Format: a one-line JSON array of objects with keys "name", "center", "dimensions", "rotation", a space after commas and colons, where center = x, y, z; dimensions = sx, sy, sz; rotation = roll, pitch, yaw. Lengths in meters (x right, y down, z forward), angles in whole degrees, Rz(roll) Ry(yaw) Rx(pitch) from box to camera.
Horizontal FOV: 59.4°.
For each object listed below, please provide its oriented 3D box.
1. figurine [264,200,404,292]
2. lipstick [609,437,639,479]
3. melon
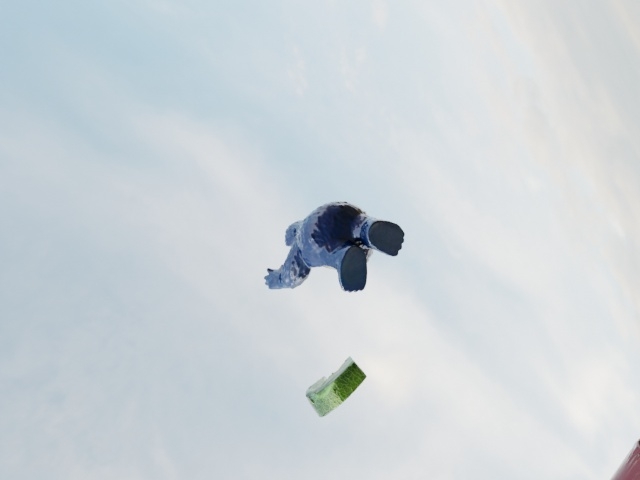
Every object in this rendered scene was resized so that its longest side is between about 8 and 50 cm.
[{"name": "figurine", "center": [0.008, -0.004, 0.892], "dimensions": [0.164, 0.262, 0.121], "rotation": [-38, -69, -33]}, {"name": "lipstick", "center": [0.211, 0.281, 0.442], "dimensions": [0.073, 0.280, 0.073], "rotation": [21, -164, -6]}, {"name": "melon", "center": [0.032, 0.347, 1.328], "dimensions": [0.064, 0.209, 0.118], "rotation": [46, -151, 3]}]
